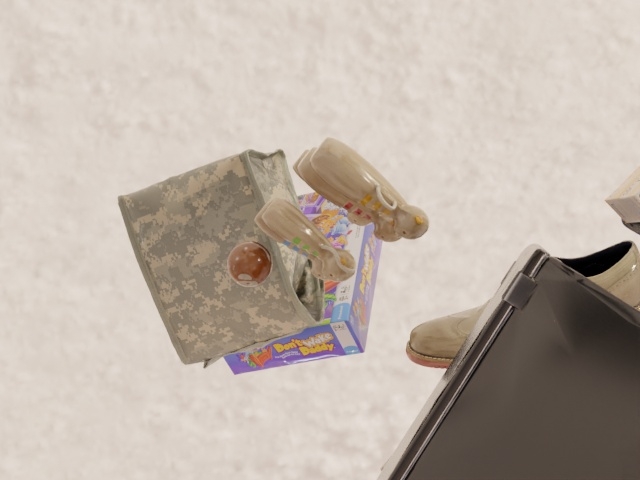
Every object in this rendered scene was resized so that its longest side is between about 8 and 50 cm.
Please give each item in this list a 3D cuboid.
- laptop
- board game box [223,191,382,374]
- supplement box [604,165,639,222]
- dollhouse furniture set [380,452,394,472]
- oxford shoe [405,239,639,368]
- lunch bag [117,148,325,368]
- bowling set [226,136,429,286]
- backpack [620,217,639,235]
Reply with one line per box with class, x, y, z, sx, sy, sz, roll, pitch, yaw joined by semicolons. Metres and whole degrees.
laptop;0.197;0.226;1.177;0.382;0.236;0.408;-58;174;5
board game box;-0.025;0.057;2.107;0.233;0.347;0.078;-12;128;20
supplement box;0.335;-0.052;1.275;0.062;0.036;0.098;-44;-177;-5
dollhouse furniture set;0.132;0.318;1.659;0.129;0.129;0.183;-41;-171;-36
oxford shoe;0.278;0.082;1.719;0.348;0.123;0.130;-15;114;-5
lunch bag;-0.135;0.030;1.885;0.235;0.287;0.169;-19;177;21
bowling set;0.000;0.000;1.488;0.200;0.154;0.287;-52;-175;-1
backpack;0.477;-0.048;1.741;0.114;0.084;0.105;23;143;-18
